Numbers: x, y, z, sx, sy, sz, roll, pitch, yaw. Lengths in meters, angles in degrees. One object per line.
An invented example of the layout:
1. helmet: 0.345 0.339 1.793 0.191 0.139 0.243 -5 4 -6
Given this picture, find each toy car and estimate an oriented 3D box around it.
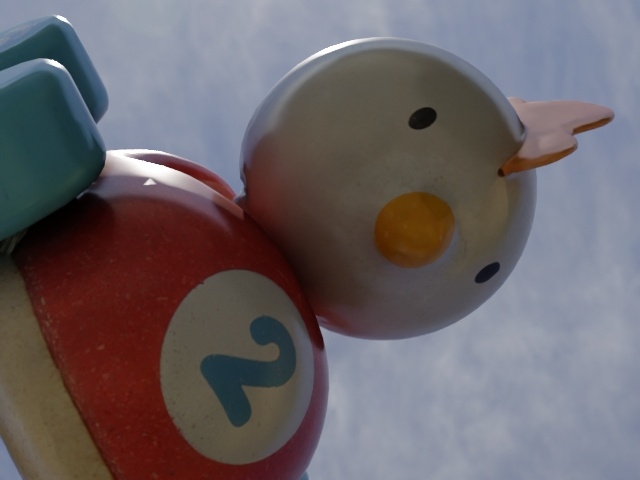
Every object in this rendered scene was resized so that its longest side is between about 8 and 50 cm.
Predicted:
1. toy car: 0.000 0.000 0.586 0.238 0.219 0.210 -27 -164 0
